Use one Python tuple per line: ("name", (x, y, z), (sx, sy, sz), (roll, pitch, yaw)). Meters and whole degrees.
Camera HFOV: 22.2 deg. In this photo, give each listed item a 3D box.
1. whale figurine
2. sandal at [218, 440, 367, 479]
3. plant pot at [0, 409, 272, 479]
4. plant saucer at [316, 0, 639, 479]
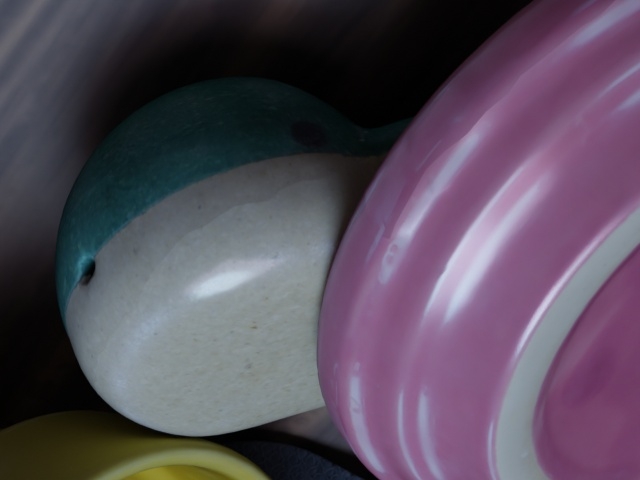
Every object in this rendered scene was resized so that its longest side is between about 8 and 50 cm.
("whale figurine", (0.000, 0.000, 0.793), (0.272, 0.141, 0.216), (0, 143, -36))
("sandal", (0.024, 0.185, 0.974), (0.254, 0.097, 0.054), (15, 156, -16))
("plant pot", (-0.172, 0.198, 0.845), (0.239, 0.254, 0.254), (13, 145, 39))
("plant saucer", (0.159, 0.011, 0.733), (0.332, 0.084, 0.332), (-23, 140, -20))
